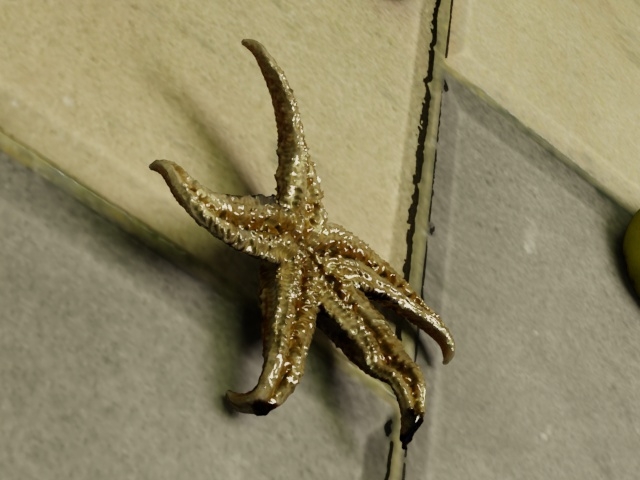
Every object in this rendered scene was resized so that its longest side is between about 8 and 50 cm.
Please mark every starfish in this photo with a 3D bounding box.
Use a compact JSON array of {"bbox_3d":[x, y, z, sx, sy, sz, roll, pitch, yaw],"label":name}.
[{"bbox_3d":[-0.006,0.004,0.812,0.213,0.057,0.238,15,51,-50],"label":"starfish"}]

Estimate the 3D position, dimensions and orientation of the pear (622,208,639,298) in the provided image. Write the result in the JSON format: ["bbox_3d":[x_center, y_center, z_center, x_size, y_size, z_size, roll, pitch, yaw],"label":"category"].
[{"bbox_3d":[0.296,0.015,1.093,0.141,0.104,0.141,33,38,-30],"label":"pear"}]
